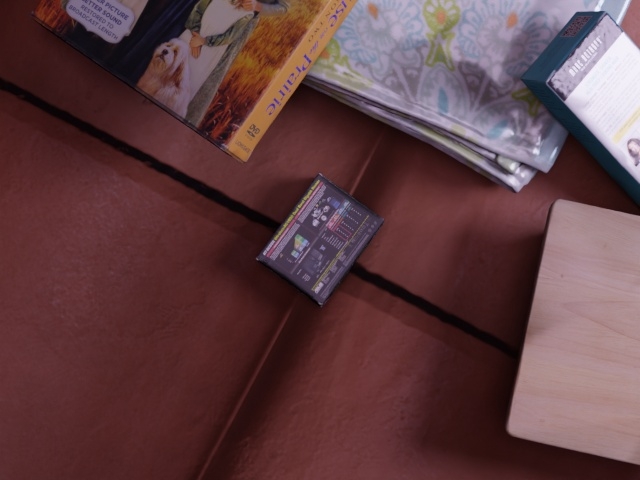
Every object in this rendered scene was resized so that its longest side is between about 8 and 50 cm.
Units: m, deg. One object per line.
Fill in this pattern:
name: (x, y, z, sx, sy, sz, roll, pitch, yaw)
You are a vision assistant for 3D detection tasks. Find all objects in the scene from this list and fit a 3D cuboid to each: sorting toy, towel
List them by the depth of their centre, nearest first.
sorting toy: (0.346, 0.110, 1.303, 0.257, 0.089, 0.255, 12, 86, 3)
towel: (0.174, -0.280, 1.347, 0.321, 0.090, 0.374, 26, 86, 4)

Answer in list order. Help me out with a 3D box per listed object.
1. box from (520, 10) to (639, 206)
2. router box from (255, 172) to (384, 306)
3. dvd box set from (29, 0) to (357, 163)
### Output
box: (0.332, -0.126, 1.289, 0.244, 0.060, 0.100, 43, 85, -21)
router box: (0.000, 0.000, 1.353, 0.092, 0.038, 0.122, 36, 87, 4)
dvd box set: (-0.086, -0.337, 1.330, 0.308, 0.062, 0.420, 36, 90, 20)
